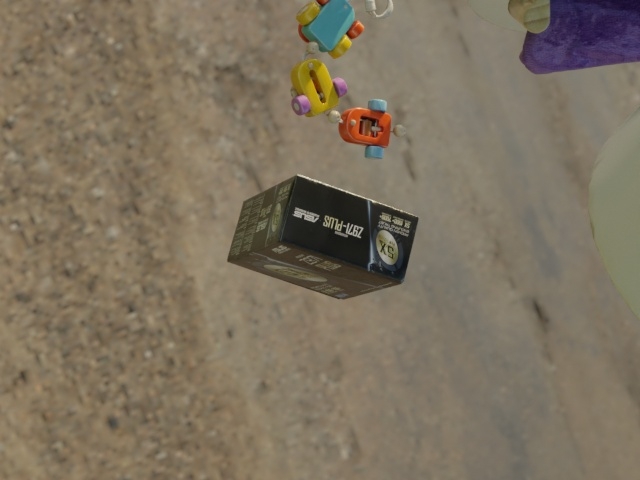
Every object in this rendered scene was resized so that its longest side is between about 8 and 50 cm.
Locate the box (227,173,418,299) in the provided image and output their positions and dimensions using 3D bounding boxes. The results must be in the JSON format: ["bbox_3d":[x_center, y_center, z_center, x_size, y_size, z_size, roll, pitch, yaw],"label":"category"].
[{"bbox_3d":[0.000,0.000,1.717,0.147,0.180,0.077,19,76,-18],"label":"box"}]

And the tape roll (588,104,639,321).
[{"bbox_3d":[0.363,-0.014,1.276,0.286,0.100,0.286,14,52,-19],"label":"tape roll"}]

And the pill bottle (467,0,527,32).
[{"bbox_3d":[0.269,-0.445,1.884,0.204,0.204,0.361,35,54,-51],"label":"pill bottle"}]

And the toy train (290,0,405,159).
[{"bbox_3d":[0.022,-0.163,1.542,0.125,0.046,0.166,3,86,-31],"label":"toy train"}]

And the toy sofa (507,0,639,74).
[{"bbox_3d":[0.377,-0.253,1.594,0.150,0.363,0.177,-89,177,-77],"label":"toy sofa"}]
